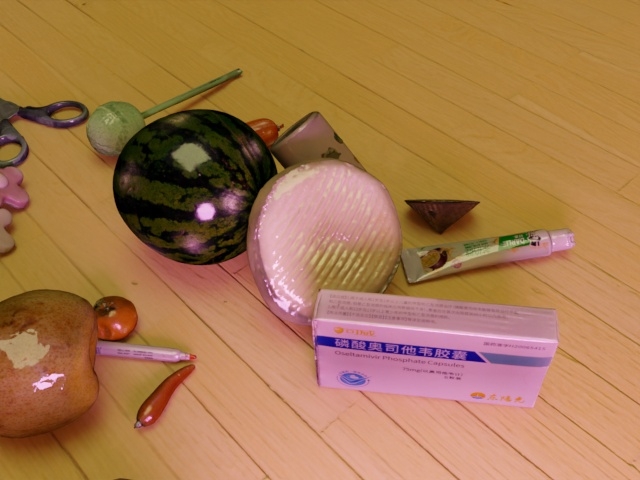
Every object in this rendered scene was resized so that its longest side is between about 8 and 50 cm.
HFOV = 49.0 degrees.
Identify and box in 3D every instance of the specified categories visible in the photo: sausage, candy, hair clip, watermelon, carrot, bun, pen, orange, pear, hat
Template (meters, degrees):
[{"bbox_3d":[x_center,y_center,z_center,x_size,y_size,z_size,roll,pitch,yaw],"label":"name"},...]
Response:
[{"bbox_3d":[-0.184,-0.209,1.516,0.234,0.071,0.071,-24,50,-19],"label":"sausage"},{"bbox_3d":[-0.346,-0.318,1.620,0.119,0.119,0.440,30,48,27],"label":"candy"},{"bbox_3d":[-0.659,-0.066,1.383,0.146,0.075,0.257,25,45,-26],"label":"hair clip"},{"bbox_3d":[-0.217,-0.097,1.265,0.285,0.285,0.285,-1,47,1],"label":"watermelon"},{"bbox_3d":[-0.250,0.246,1.121,0.035,0.035,0.142,20,47,20],"label":"carrot"},{"bbox_3d":[0.000,0.000,1.207,0.287,0.287,0.146,-18,9,-14],"label":"bun"},{"bbox_3d":[-0.315,0.186,1.183,0.218,0.026,0.026,4,47,6],"label":"pen"},{"bbox_3d":[-0.357,0.130,1.212,0.086,0.062,0.086,1,47,-1],"label":"orange"},{"bbox_3d":[-0.451,0.184,1.076,0.211,0.188,0.228,-3,52,-13],"label":"pear"},{"bbox_3d":[0.234,-0.045,1.355,0.146,0.067,0.146,1,5,0],"label":"hat"}]

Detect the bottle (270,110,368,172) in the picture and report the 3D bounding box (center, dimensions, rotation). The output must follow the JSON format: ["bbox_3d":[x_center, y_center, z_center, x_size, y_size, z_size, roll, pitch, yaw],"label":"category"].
[{"bbox_3d":[0.026,-0.111,1.312,0.120,0.253,0.120,-36,15,11],"label":"bottle"}]

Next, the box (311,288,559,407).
[{"bbox_3d":[0.164,0.166,1.063,0.344,0.200,0.065,4,50,7],"label":"box"}]

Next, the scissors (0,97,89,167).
[{"bbox_3d":[-0.759,-0.305,1.656,0.384,0.029,0.256,27,54,22],"label":"scissors"}]

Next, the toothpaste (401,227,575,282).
[{"bbox_3d":[0.308,0.021,1.298,0.315,0.055,0.058,-10,7,-2],"label":"toothpaste"}]

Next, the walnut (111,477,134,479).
[{"bbox_3d":[-0.233,0.420,0.825,0.273,0.227,0.273,2,49,-3],"label":"walnut"}]
